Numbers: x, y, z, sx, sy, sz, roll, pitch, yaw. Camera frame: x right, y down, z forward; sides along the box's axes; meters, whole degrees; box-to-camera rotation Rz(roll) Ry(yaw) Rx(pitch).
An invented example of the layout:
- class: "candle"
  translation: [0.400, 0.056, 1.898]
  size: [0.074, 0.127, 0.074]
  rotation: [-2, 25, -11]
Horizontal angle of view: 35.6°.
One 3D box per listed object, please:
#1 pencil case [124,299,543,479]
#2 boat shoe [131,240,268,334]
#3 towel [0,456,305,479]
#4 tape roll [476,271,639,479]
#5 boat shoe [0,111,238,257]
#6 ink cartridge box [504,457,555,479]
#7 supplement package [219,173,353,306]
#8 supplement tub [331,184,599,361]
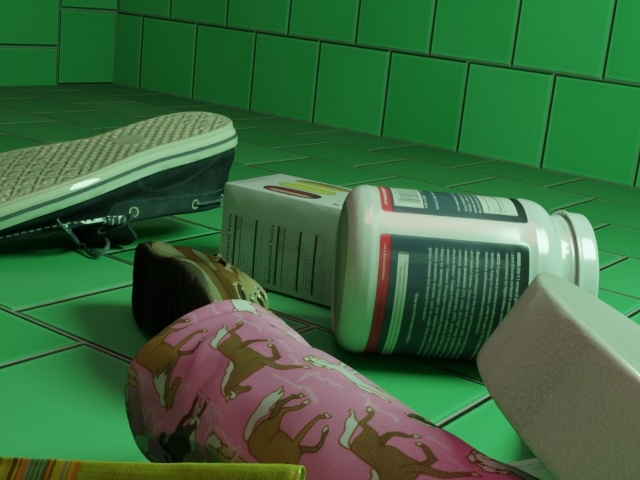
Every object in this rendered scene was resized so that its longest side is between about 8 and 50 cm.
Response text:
- class: "pencil case"
  translation: [0.019, 0.161, 0.667]
  size: [0.160, 0.167, 0.386]
  rotation: [-30, 32, -29]
- class: "boat shoe"
  translation: [-0.112, 0.070, 1.058]
  size: [0.119, 0.123, 0.324]
  rotation: [3, 15, -24]
- class: "towel"
  translation: [-0.127, 0.176, 0.582]
  size: [0.237, 0.102, 0.021]
  rotation: [-4, -31, 20]
- class: "tape roll"
  translation: [0.268, 0.160, 0.598]
  size: [0.392, 0.072, 0.392]
  rotation: [34, 11, -8]
- class: "boat shoe"
  translation: [-0.329, -0.060, 1.432]
  size: [0.500, 0.156, 0.186]
  rotation: [-21, 33, -38]
- class: "ink cartridge box"
  translation: [0.240, 0.242, 0.702]
  size: [0.189, 0.066, 0.232]
  rotation: [-2, 37, -29]
- class: "supplement package"
  translation: [0.000, 0.000, 1.345]
  size: [0.244, 0.134, 0.139]
  rotation: [14, 16, 29]
- class: "supplement tub"
  translation: [0.155, 0.041, 1.131]
  size: [0.272, 0.191, 0.191]
  rotation: [5, 14, -4]
